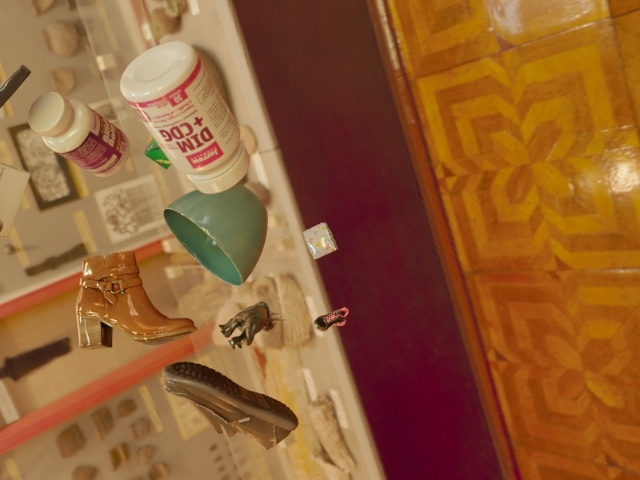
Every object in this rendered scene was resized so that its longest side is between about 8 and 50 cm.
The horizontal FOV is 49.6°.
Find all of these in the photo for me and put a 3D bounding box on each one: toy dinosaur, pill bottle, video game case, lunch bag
[{"bbox_3d":[-0.210,0.240,2.037,0.121,0.160,0.313,47,176,6],"label":"toy dinosaur"},{"bbox_3d":[-0.720,-0.318,2.071,0.169,0.169,0.301,45,-178,25],"label":"pill bottle"},{"bbox_3d":[-0.899,-0.373,1.903,0.035,0.275,0.248,42,175,-27],"label":"video game case"},{"bbox_3d":[-0.258,-0.236,1.379,0.160,0.160,0.283,28,158,40],"label":"pill bottle"},{"bbox_3d":[0.000,0.000,1.872,0.083,0.071,0.053,64,-171,1],"label":"lunch bag"}]

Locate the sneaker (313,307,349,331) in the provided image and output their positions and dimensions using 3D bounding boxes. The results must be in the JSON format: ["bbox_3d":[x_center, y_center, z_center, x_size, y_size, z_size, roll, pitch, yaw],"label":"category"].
[{"bbox_3d":[0.031,0.210,1.881,0.047,0.119,0.057,53,132,22],"label":"sneaker"}]

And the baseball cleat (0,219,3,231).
[{"bbox_3d":[-0.621,0.012,1.135,0.072,0.205,0.110,-110,15,-67],"label":"baseball cleat"}]

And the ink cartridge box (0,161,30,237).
[{"bbox_3d":[-0.744,-0.102,1.540,0.212,0.093,0.155,12,84,50],"label":"ink cartridge box"}]

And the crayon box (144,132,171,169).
[{"bbox_3d":[-0.426,-0.336,2.035,0.081,0.165,0.278,36,-164,-22],"label":"crayon box"}]

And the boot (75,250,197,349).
[{"bbox_3d":[-0.431,0.135,1.622,0.109,0.283,0.220,62,-157,-73],"label":"boot"}]

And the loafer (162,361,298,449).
[{"bbox_3d":[-0.228,0.413,1.666,0.365,0.130,0.134,30,-178,-17],"label":"loafer"}]

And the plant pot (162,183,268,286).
[{"bbox_3d":[-0.255,-0.044,1.884,0.290,0.195,0.290,36,158,17],"label":"plant pot"}]
